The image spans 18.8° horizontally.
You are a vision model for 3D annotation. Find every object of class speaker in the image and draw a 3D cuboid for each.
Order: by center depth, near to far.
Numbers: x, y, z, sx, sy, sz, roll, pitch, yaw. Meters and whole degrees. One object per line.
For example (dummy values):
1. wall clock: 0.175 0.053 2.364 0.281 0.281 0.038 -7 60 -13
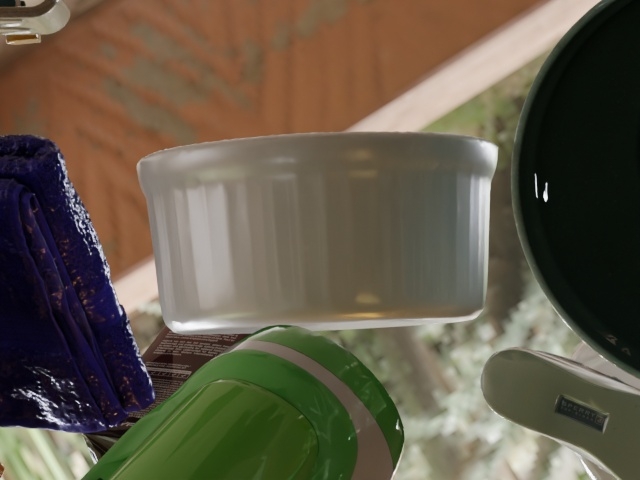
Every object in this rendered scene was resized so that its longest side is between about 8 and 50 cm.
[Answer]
1. speaker: -0.080 0.175 0.990 0.296 0.131 0.131 -46 -177 -36

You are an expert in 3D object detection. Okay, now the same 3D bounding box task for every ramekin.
1. ramekin: 0.000 0.000 1.480 0.277 0.135 0.277 -2 176 0

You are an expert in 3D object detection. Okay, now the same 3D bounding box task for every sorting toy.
1. sorting toy: -0.363 -0.219 1.904 0.229 0.041 0.307 -5 -178 -4

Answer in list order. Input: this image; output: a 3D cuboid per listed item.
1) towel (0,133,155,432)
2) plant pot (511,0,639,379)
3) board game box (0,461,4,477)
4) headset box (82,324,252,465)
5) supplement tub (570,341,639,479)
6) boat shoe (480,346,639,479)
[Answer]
1. towel: -0.289 0.047 1.684 0.227 0.308 0.076 -1 -139 17
2. plant pot: 0.295 -0.052 1.334 0.293 0.293 0.196 -34 178 20
3. board game box: -0.551 0.200 1.636 0.356 0.356 0.356 -58 158 -22
4. headset box: -0.095 0.185 1.959 0.110 0.218 0.293 5 -141 29
5. supplement tub: 0.399 0.106 1.795 0.325 0.235 0.235 -38 179 -40
6. boat shoe: 0.238 0.143 1.527 0.081 0.227 0.079 -9 123 -66
